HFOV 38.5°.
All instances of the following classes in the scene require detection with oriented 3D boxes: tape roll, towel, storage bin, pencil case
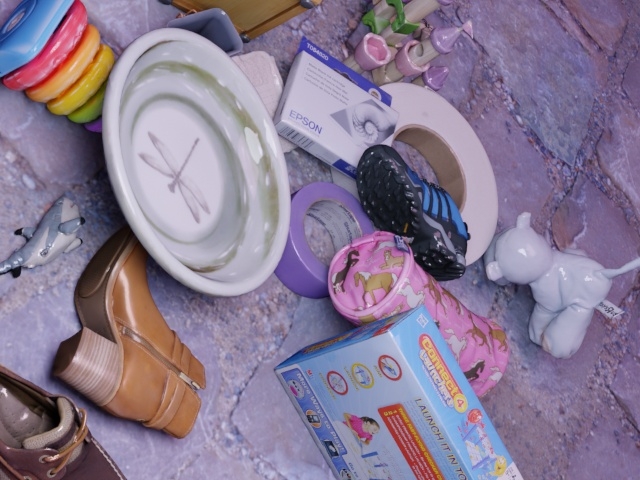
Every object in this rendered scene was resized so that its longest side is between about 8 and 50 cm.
[{"bbox_3d":[0.189,-0.120,1.784,0.392,0.072,0.392,16,62,-33],"label":"tape roll"},{"bbox_3d":[-0.152,-0.204,1.537,0.282,0.049,0.187,-32,105,-42],"label":"towel"},{"bbox_3d":[-0.217,-0.324,1.526,0.135,0.091,0.098,-31,93,-43],"label":"storage bin"},{"bbox_3d":[0.176,0.134,1.556,0.167,0.160,0.386,-53,130,-5],"label":"pencil case"},{"bbox_3d":[0.000,0.000,1.576,0.189,0.080,0.189,15,64,-34],"label":"tape roll"}]

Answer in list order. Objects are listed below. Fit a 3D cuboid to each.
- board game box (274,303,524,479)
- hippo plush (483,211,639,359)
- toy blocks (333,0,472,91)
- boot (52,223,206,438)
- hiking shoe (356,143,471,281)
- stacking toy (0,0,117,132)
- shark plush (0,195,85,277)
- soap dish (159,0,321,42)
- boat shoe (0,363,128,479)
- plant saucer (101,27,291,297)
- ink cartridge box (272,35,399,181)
[{"bbox_3d":[0.110,0.280,1.398,0.086,0.302,0.308,-32,94,-40],"label":"board game box"},{"bbox_3d":[0.427,0.087,1.802,0.236,0.294,0.234,24,88,-8],"label":"hippo plush"},{"bbox_3d":[0.192,-0.460,1.799,0.308,0.260,0.289,4,70,-38],"label":"toy blocks"},{"bbox_3d":[-0.242,0.127,1.317,0.220,0.109,0.283,37,41,-31],"label":"boot"},{"bbox_3d":[0.163,-0.064,1.620,0.304,0.113,0.132,53,40,-30],"label":"hiking shoe"},{"bbox_3d":[-0.337,-0.223,1.366,0.302,0.175,0.166,43,53,-32],"label":"stacking toy"},{"bbox_3d":[-0.400,0.005,1.290,0.067,0.073,0.161,43,70,8],"label":"shark plush"},{"bbox_3d":[-0.129,-0.445,1.525,0.228,0.290,0.118,21,74,-31],"label":"soap dish"},{"bbox_3d":[-0.353,0.250,1.146,0.342,0.123,0.123,49,45,-20],"label":"boat shoe"},{"bbox_3d":[-0.195,-0.107,1.350,0.400,0.100,0.401,29,55,-51],"label":"plant saucer"},{"bbox_3d":[0.037,-0.237,1.634,0.223,0.045,0.224,29,57,-23],"label":"ink cartridge box"}]
